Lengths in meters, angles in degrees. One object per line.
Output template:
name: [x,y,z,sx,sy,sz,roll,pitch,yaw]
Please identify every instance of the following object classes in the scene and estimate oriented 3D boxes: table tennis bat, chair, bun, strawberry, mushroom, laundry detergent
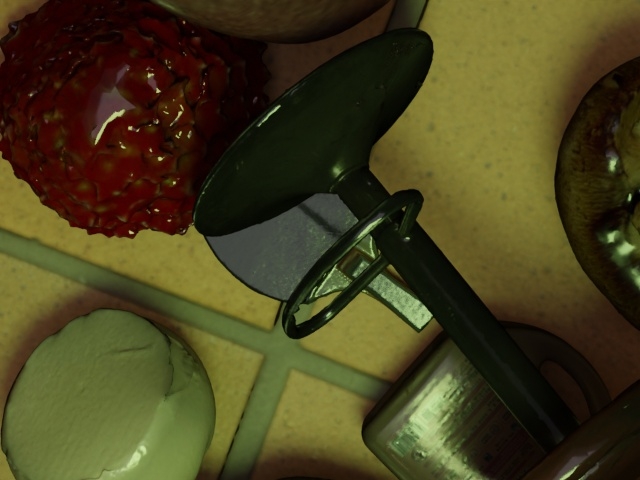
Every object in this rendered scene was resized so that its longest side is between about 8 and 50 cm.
table tennis bat: [0.000,0.000,1.553,0.220,0.019,0.130,37,99,0]
chair: [0.116,0.066,1.380,0.226,0.226,0.401,-42,76,8]
bun: [-0.157,0.148,1.523,0.173,0.173,0.120,-33,139,7]
strawberry: [-0.156,-0.113,1.467,0.234,0.178,0.234,0,88,4]
mushroom: [0.272,-0.033,1.472,0.194,0.138,0.231,-32,105,-35]
laundry detergent: [0.167,0.169,1.535,0.237,0.076,0.171,40,95,-2]

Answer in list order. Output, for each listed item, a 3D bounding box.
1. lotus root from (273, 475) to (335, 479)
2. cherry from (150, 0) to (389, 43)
lotus root: [-0.006,0.254,1.520,0.278,0.154,0.154,16,98,-4]
cherry: [-0.060,-0.265,1.416,0.285,0.213,0.236,36,67,-29]
